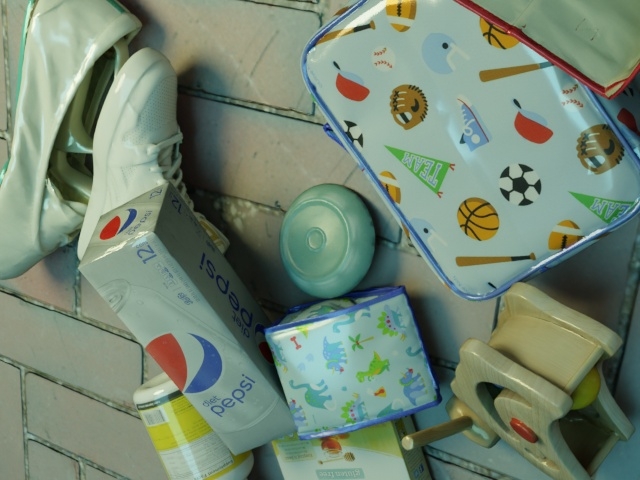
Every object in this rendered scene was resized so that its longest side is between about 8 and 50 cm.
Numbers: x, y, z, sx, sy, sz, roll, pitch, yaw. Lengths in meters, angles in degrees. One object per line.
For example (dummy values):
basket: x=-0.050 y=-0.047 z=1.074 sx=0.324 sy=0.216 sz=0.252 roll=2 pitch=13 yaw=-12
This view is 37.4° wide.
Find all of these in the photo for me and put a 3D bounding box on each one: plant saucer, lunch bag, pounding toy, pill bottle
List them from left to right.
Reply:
pill bottle: x=-0.141 y=0.241 z=1.115 sx=0.103 sy=0.103 sz=0.184 roll=-19 pitch=97 yaw=35
plant saucer: x=0.000 y=0.000 z=0.969 sx=0.119 sy=0.021 sz=0.119 roll=-2 pitch=87 yaw=35
lunch bag: x=0.037 y=0.121 z=0.967 sx=0.151 sy=0.096 sz=0.129 roll=-16 pitch=98 yaw=25
lunch bag: x=0.131 y=-0.111 z=0.820 sx=0.243 sy=0.115 sz=0.303 roll=-35 pitch=88 yaw=38
pounding toy: x=0.177 y=0.166 z=0.829 sx=0.154 sy=0.155 sz=0.269 roll=38 pitch=165 yaw=18

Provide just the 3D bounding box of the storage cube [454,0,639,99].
storage cube: x=0.196 y=-0.249 z=0.621 sx=0.183 sy=0.193 sz=0.215 roll=35 pitch=162 yaw=8

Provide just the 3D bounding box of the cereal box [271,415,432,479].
cereal box: x=0.051 y=0.300 z=1.052 sx=0.173 sy=0.047 sz=0.240 roll=-13 pitch=100 yaw=36

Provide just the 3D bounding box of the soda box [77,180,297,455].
soda box: x=-0.121 y=0.087 z=0.975 sx=0.091 sy=0.098 sz=0.286 roll=-24 pitch=120 yaw=16

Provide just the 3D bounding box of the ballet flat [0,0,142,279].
ballet flat: x=-0.293 y=-0.100 z=1.085 sx=0.139 sy=0.139 sz=0.400 roll=31 pitch=120 yaw=19

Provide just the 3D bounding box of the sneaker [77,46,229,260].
sneaker: x=-0.161 y=-0.053 z=1.031 sx=0.169 sy=0.108 sz=0.292 roll=31 pitch=129 yaw=15
